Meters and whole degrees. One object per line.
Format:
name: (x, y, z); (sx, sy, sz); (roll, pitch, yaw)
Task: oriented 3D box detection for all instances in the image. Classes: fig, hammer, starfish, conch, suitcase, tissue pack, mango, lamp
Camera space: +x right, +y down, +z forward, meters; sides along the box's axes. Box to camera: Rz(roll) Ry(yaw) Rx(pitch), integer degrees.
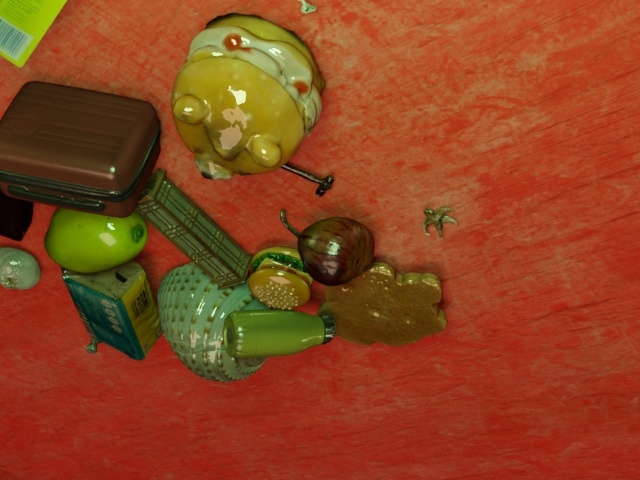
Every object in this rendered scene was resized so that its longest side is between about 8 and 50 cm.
fig: (0.013, 0.023, 1.880); (0.202, 0.149, 0.148); (-4, 120, 11)
hammer: (-0.060, -0.142, 1.810); (0.178, 0.021, 0.065); (22, 142, -8)
starfish: (0.242, -0.043, 1.823); (0.078, 0.028, 0.091); (24, 139, -20)
conch: (-0.275, 0.213, 2.178); (0.319, 0.215, 0.303); (6, 131, 11)
suitcase: (-0.477, -0.179, 1.735); (0.297, 0.236, 0.161); (12, 142, 6)
tissue pack: (-0.513, 0.155, 2.223); (0.192, 0.134, 0.271); (22, 146, 19)
hammer: (-0.627, 0.164, 2.333); (0.033, 0.111, 0.288); (1, 131, 13)
mango: (-0.532, -0.014, 2.024); (0.343, 0.156, 0.192); (-17, 123, 43)
lamp: (-0.290, -0.019, 1.987); (0.089, 0.090, 0.325); (-17, 131, 36)

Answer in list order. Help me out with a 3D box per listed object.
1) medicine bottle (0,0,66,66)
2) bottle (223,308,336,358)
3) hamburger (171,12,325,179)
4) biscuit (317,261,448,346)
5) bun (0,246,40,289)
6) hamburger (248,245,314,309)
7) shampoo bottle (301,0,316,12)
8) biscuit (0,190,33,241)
medicine bottle: (-0.502, -0.435, 1.508); (0.141, 0.137, 0.250); (35, 138, -22)
bottle: (-0.091, 0.215, 2.068); (0.260, 0.112, 0.112); (-1, 148, -25)
hamburger: (-0.138, -0.230, 1.560); (0.276, 0.237, 0.276); (11, 141, 9)
biscuit: (0.143, 0.147, 2.069); (0.269, 0.051, 0.376); (38, 140, -23)
bun: (-0.799, 0.081, 2.290); (0.141, 0.083, 0.141); (10, 145, 7)
hamburger: (-0.089, 0.087, 2.026); (0.162, 0.115, 0.162); (10, 144, 7)
shampoo bottle: (-0.054, -0.433, 1.431); (0.077, 0.045, 0.152); (-8, 137, 26)
biscuit: (-0.726, -0.101, 2.052); (0.106, 0.070, 0.252); (20, 142, -7)
